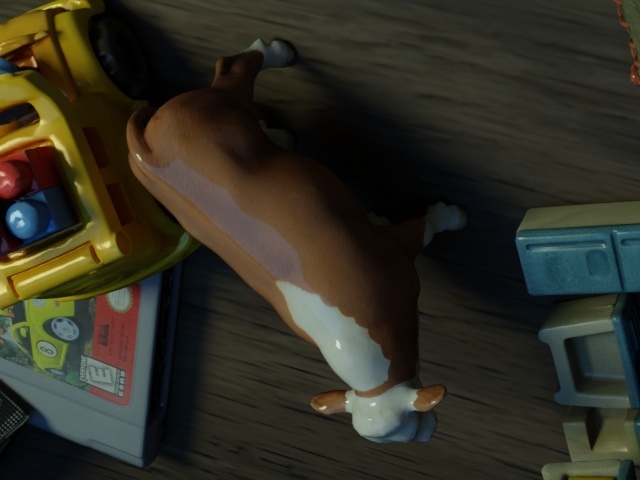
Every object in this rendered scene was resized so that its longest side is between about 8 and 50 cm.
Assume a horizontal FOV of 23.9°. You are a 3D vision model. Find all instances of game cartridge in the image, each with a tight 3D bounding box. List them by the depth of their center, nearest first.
[{"bbox_3d":[-0.218,0.051,1.291,0.196,0.060,0.294,21,126,16],"label":"game cartridge"}]

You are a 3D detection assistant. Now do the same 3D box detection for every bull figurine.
[{"bbox_3d":[0.000,0.000,1.072,0.310,0.188,0.101,47,128,-8],"label":"bull figurine"}]

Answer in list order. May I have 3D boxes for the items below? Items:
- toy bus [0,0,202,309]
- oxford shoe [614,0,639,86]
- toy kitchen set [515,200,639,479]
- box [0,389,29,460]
[{"bbox_3d":[-0.207,-0.061,1.085,0.149,0.211,0.220,-22,89,19],"label":"toy bus"},{"bbox_3d":[0.217,-0.137,0.917,0.348,0.123,0.130,39,133,-10],"label":"oxford shoe"},{"bbox_3d":[0.203,0.102,1.058,0.122,0.166,0.207,-4,118,27],"label":"toy kitchen set"},{"bbox_3d":[-0.412,0.136,1.389,0.270,0.060,0.216,41,137,3],"label":"box"}]
